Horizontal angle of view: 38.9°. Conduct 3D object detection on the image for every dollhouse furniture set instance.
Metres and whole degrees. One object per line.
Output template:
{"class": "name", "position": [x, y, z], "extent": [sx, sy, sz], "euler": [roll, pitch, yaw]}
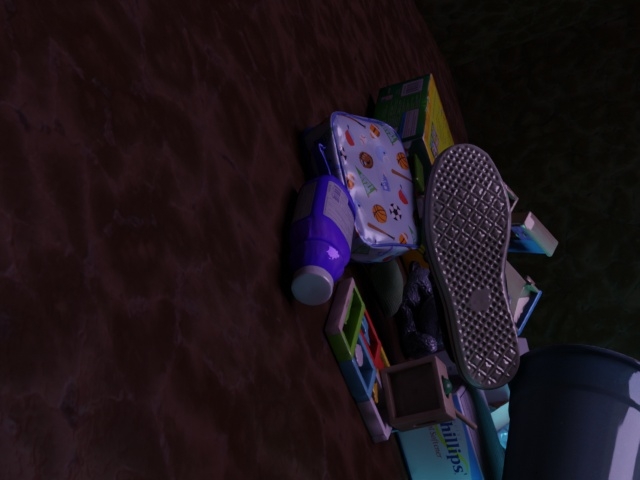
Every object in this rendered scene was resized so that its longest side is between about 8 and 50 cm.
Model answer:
{"class": "dollhouse furniture set", "position": [0.413, 0.055, 2.325], "extent": [0.286, 0.198, 0.303], "euler": [42, 67, -28]}
{"class": "dollhouse furniture set", "position": [0.181, -0.010, 2.008], "extent": [0.301, 0.151, 0.197], "euler": [-86, 153, -49]}

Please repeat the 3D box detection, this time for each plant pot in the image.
{"class": "plant pot", "position": [0.501, 0.435, 1.765], "extent": [0.341, 0.341, 0.334], "euler": [59, 41, -37]}

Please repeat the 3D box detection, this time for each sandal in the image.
{"class": "sandal", "position": [0.225, 0.139, 2.175], "extent": [0.067, 0.040, 0.179], "euler": [-4, 86, -63]}

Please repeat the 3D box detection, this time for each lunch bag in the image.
{"class": "lunch bag", "position": [0.077, -0.107, 1.793], "extent": [0.243, 0.115, 0.303], "euler": [2, 69, -48]}

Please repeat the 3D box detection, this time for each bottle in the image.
{"class": "bottle", "position": [0.000, 0.000, 1.545], "extent": [0.118, 0.092, 0.283], "euler": [57, 23, -27]}

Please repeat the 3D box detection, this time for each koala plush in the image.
{"class": "koala plush", "position": [0.311, 0.153, 2.053], "extent": [0.196, 0.221, 0.203], "euler": [-6, 88, -60]}

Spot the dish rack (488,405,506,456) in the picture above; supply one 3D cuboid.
{"class": "dish rack", "position": [0.524, 0.582, 2.309], "extent": [0.333, 0.072, 0.285], "euler": [-170, -106, -76]}

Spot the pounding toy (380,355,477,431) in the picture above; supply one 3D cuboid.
{"class": "pounding toy", "position": [0.203, 0.297, 1.695], "extent": [0.100, 0.141, 0.130], "euler": [44, 33, -58]}

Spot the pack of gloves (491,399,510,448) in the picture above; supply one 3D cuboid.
{"class": "pack of gloves", "position": [0.383, 0.461, 2.144], "extent": [0.046, 0.195, 0.232], "euler": [57, 4, 40]}

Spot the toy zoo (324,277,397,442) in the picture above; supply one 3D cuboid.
{"class": "toy zoo", "position": [0.088, 0.238, 1.690], "extent": [0.192, 0.030, 0.293], "euler": [-69, 139, -63]}

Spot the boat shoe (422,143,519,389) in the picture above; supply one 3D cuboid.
{"class": "boat shoe", "position": [0.302, 0.053, 1.863], "extent": [0.156, 0.187, 0.500], "euler": [177, -96, -83]}

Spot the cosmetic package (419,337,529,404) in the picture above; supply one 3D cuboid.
{"class": "cosmetic package", "position": [0.406, 0.337, 2.266], "extent": [0.385, 0.217, 0.156], "euler": [18, 56, -66]}

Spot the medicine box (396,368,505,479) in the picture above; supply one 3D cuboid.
{"class": "medicine box", "position": [0.277, 0.426, 1.891], "extent": [0.289, 0.149, 0.263], "euler": [-13, 86, -72]}

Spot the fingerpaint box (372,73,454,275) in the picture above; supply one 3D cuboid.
{"class": "fingerpaint box", "position": [0.260, -0.176, 2.374], "extent": [0.444, 0.163, 0.371], "euler": [-74, 146, -58]}
